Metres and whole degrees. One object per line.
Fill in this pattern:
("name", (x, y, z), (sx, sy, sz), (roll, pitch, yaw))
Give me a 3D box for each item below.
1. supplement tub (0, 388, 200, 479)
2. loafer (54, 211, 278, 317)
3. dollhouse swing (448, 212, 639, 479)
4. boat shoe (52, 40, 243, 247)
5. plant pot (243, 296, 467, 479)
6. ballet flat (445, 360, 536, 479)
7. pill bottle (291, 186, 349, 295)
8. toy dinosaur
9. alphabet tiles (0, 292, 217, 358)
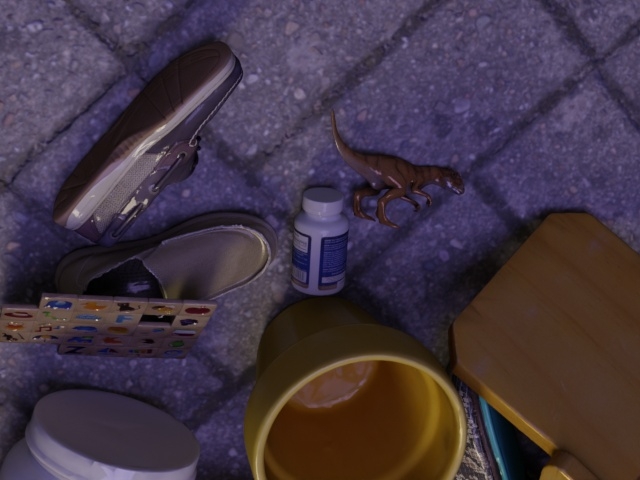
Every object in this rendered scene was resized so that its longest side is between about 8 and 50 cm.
("supplement tub", (-0.288, 0.372, 1.826), (0.241, 0.241, 0.331), (13, 106, -19))
("loafer", (-0.176, 0.042, 1.789), (0.268, 0.092, 0.102), (-15, 119, -6))
("dollhouse swing", (0.333, 0.198, 1.922), (0.347, 0.305, 0.315), (-46, 156, -29))
("boat shoe", (-0.183, -0.104, 1.720), (0.285, 0.103, 0.092), (-45, 122, 13))
("plant pot", (0.022, 0.189, 1.825), (0.254, 0.239, 0.254), (-6, 116, -12))
("ballet flat", (0.229, 0.350, 2.013), (0.182, 0.164, 0.483), (-22, 121, 20))
("pill bottle", (0.000, 0.000, 1.828), (0.067, 0.067, 0.120), (-2, 115, -13))
("toy dinosaur", (0.071, -0.078, 1.824), (0.211, 0.064, 0.112), (16, 92, -30))
("alphabet tiles", (-0.256, 0.101, 1.770), (0.237, 0.009, 0.198), (4, 157, -16))
